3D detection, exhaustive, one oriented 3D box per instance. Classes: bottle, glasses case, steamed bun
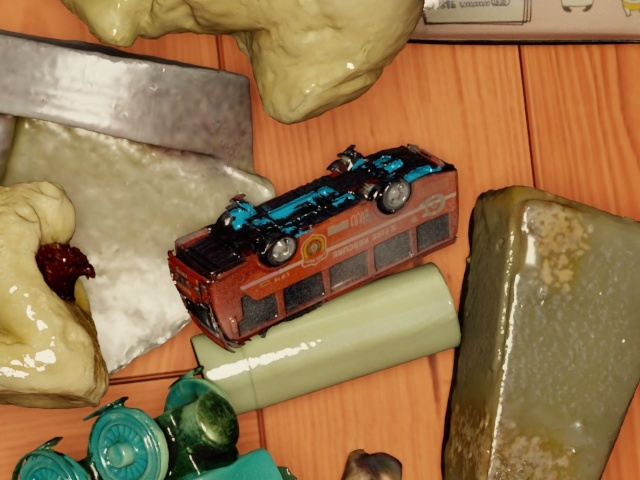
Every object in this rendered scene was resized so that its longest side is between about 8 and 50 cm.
[{"bbox_3d":[0.004,0.079,1.039,0.201,0.072,0.072,-17,91,-8],"label":"bottle"},{"bbox_3d":[0.177,-0.219,1.071,0.314,0.075,0.122,-1,85,-8],"label":"glasses case"},{"bbox_3d":[-0.102,-0.250,0.916,0.230,0.325,0.372,-45,110,0],"label":"steamed bun"},{"bbox_3d":[-0.224,0.031,0.903,0.172,0.141,0.155,6,78,-3],"label":"steamed bun"}]

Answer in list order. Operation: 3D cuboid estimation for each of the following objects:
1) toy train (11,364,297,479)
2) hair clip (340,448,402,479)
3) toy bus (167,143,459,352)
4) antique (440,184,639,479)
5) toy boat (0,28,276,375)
[{"bbox_3d":[-0.121,0.196,0.961,0.203,0.112,0.163,-32,81,33],"label":"toy train"},{"bbox_3d":[0.009,0.313,1.033,0.173,0.069,0.300,14,86,-8],"label":"hair clip"},{"bbox_3d":[0.000,0.000,1.004,0.235,0.073,0.096,-26,126,-24],"label":"toy bus"},{"bbox_3d":[0.167,0.112,1.034,0.150,0.125,0.284,15,86,-7],"label":"antique"},{"bbox_3d":[-0.173,-0.032,1.011,0.276,0.111,0.293,-6,102,-9],"label":"toy boat"}]
